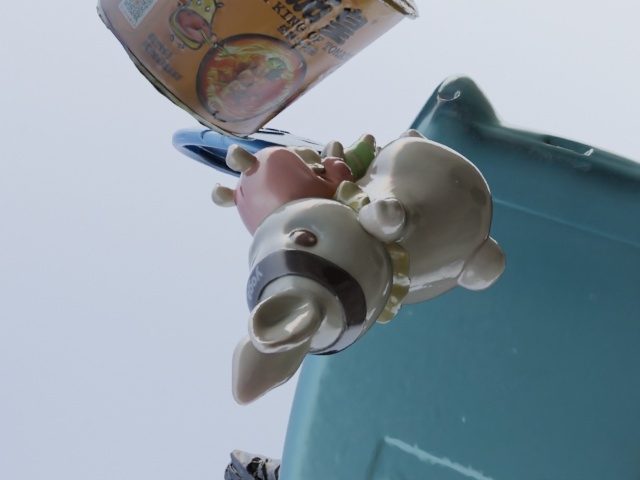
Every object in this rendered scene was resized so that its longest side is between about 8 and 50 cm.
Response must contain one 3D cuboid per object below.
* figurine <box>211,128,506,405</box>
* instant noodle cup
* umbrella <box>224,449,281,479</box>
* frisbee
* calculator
[{"bbox_3d":[-0.003,0.007,0.470,0.146,0.098,0.081,-22,-52,-41],"label":"figurine"},{"bbox_3d":[-0.056,-0.194,0.887,0.216,0.172,0.216,42,-161,-17],"label":"instant noodle cup"},{"bbox_3d":[-0.024,0.307,1.451,0.080,0.224,0.071,37,-122,-38],"label":"umbrella"},{"bbox_3d":[-0.018,-0.071,1.070,0.242,0.242,0.045,18,-95,-37],"label":"frisbee"},{"bbox_3d":[0.107,0.097,0.738,0.054,0.256,0.386,8,-80,-69],"label":"calculator"}]
